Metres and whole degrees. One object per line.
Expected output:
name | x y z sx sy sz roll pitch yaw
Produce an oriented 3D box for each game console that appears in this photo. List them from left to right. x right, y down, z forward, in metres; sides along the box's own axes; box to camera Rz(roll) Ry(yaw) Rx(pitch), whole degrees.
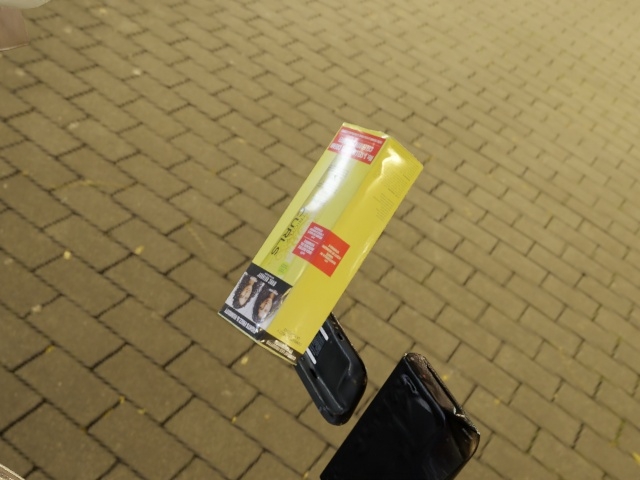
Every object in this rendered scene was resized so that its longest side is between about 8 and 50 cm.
game console | 0.039 0.179 1.118 0.043 0.213 0.361 7 36 -40

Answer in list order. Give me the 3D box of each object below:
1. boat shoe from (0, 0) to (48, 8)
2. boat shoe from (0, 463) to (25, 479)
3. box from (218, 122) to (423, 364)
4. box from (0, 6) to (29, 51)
boat shoe | -0.070 -0.197 0.203 0.119 0.335 0.121 -2 55 -38
boat shoe | -0.334 0.283 0.899 0.324 0.097 0.117 18 74 12
box | 0.000 0.000 0.891 0.058 0.232 0.087 38 -6 -37
box | -0.458 -0.366 0.935 0.191 0.382 0.143 -13 17 0
